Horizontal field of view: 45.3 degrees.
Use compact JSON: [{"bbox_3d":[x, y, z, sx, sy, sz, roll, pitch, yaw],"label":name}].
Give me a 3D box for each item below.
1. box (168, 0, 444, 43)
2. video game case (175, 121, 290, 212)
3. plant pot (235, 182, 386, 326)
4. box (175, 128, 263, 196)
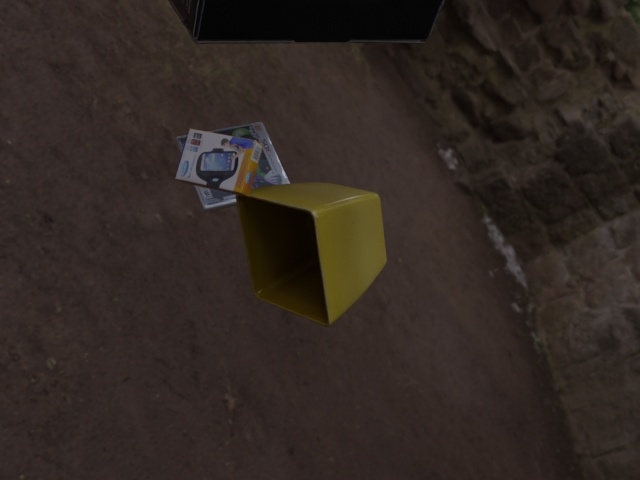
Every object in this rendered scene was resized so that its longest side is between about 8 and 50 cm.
[{"bbox_3d":[-0.064,-0.597,1.356,0.480,0.297,0.471,-9,48,-30],"label":"box"},{"bbox_3d":[-0.174,-0.151,1.538,0.191,0.022,0.173,-15,67,-25],"label":"video game case"},{"bbox_3d":[0.000,0.000,1.373,0.187,0.212,0.212,-24,117,-36],"label":"plant pot"},{"bbox_3d":[-0.157,-0.117,1.136,0.028,0.136,0.081,26,78,-65],"label":"box"}]
